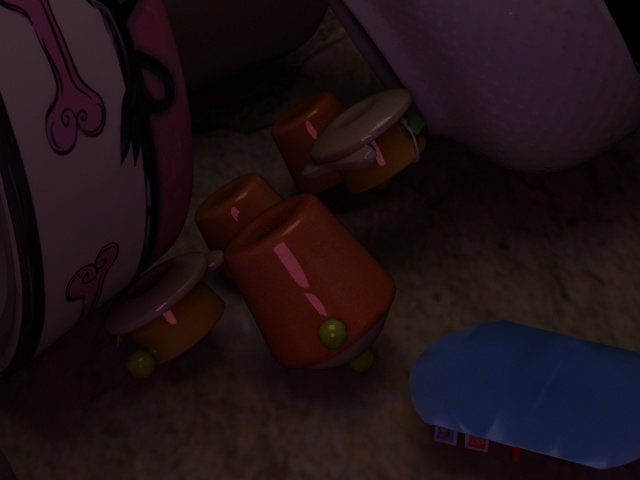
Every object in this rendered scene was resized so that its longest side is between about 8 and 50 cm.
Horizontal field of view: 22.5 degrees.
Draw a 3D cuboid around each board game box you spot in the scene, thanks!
[{"bbox_3d":[0.140,0.106,1.012,0.168,0.033,0.133,13,31,20],"label":"board game box"}]

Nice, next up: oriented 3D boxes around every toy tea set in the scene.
[{"bbox_3d":[0.000,0.000,1.168,0.200,0.124,0.336,-20,22,39],"label":"toy tea set"}]

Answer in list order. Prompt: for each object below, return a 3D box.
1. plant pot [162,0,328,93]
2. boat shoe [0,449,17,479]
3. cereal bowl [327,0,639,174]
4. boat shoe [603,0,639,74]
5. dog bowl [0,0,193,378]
[{"bbox_3d":[-0.167,-0.247,1.405,0.305,0.334,0.334,-18,32,-38],"label":"plant pot"},{"bbox_3d":[-0.300,0.100,1.031,0.130,0.132,0.355,-14,40,-30],"label":"boat shoe"},{"bbox_3d":[0.097,-0.183,1.238,0.141,0.339,0.339,-36,35,1],"label":"cereal bowl"},{"bbox_3d":[0.319,-0.125,1.148,0.156,0.187,0.500,-38,62,-25],"label":"boat shoe"},{"bbox_3d":[-0.234,-0.119,1.084,0.150,0.408,0.408,-24,36,-28],"label":"dog bowl"}]
